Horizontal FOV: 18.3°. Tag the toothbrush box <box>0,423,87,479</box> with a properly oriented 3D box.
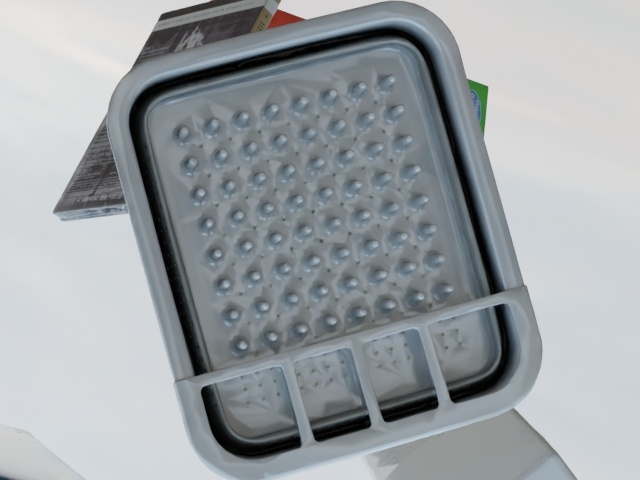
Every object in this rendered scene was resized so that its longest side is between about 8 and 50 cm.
[{"bbox_3d":[-0.229,0.217,1.141,0.126,0.216,0.295,18,179,-18],"label":"toothbrush box"}]

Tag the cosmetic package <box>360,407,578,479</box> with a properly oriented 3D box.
[{"bbox_3d":[0.183,0.289,1.959,0.230,0.161,0.453,54,179,-9],"label":"cosmetic package"}]

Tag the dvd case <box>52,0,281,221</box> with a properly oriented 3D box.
[{"bbox_3d":[-0.130,-0.114,1.681,0.018,0.221,0.164,40,153,-31],"label":"dvd case"}]

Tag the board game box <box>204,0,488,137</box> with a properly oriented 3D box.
[{"bbox_3d":[0.013,-0.079,1.937,0.317,0.242,0.064,16,161,-31],"label":"board game box"}]

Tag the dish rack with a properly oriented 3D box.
[{"bbox_3d":[0.000,0.000,1.538,0.286,0.332,0.072,-15,179,-11],"label":"dish rack"}]
